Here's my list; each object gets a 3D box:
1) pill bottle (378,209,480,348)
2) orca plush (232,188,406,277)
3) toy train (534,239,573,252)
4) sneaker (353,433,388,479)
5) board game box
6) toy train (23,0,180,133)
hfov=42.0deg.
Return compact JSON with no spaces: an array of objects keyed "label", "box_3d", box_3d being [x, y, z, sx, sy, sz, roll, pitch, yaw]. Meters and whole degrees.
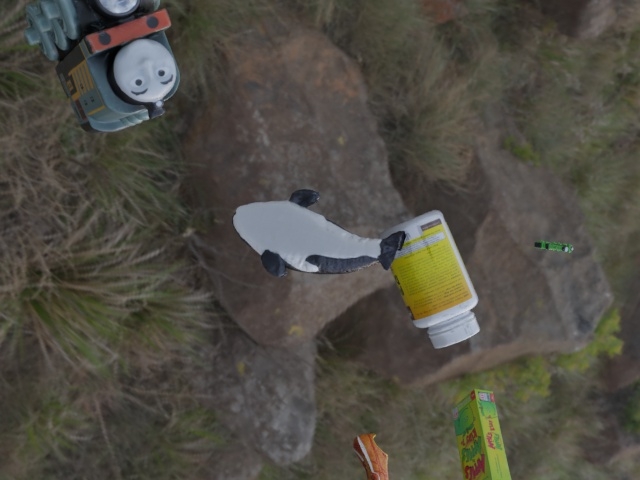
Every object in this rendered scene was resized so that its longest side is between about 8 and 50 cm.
[{"label":"pill bottle","box_3d":[0.187,0.066,1.393,0.117,0.117,0.215,-21,87,-41]},{"label":"orca plush","box_3d":[0.000,0.000,1.375,0.102,0.287,0.151,51,41,-65]},{"label":"toy train","box_3d":[0.450,0.012,1.613,0.023,0.083,0.017,-1,97,-36]},{"label":"sneaker","box_3d":[0.135,0.526,1.930,0.067,0.175,0.064,-9,150,-21]},{"label":"board game box","box_3d":[0.302,0.385,1.581,0.043,0.181,0.092,12,140,-20]},{"label":"toy train","box_3d":[-0.260,-0.233,1.027,0.142,0.334,0.190,-27,104,-21]}]
